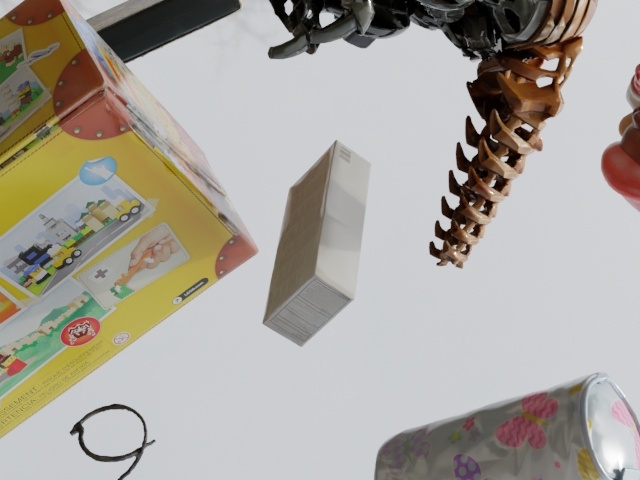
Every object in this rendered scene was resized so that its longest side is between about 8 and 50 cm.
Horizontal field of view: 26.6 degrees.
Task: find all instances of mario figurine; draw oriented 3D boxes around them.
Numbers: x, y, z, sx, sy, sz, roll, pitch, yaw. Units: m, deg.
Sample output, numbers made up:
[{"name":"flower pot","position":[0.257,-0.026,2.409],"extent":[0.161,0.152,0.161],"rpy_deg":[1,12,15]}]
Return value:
[{"name":"mario figurine","position":[0.410,-0.160,1.438],"extent":[0.170,0.320,0.198],"rpy_deg":[17,-143,11]}]

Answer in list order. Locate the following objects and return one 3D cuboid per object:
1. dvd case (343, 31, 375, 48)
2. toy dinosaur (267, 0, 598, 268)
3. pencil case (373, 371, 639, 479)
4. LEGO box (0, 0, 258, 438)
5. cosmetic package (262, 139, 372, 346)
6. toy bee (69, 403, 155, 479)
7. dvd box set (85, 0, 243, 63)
[{"name":"dvd case","position":[0.080,-0.281,1.001],"extent":[0.238,0.029,0.179],"rpy_deg":[-42,-134,32]},{"name":"toy dinosaur","position":[0.091,-0.159,0.782],"extent":[0.164,0.218,0.322],"rpy_deg":[132,-39,-57]},{"name":"pencil case","position":[0.180,0.219,1.326],"extent":[0.273,0.113,0.124],"rpy_deg":[-25,-134,35]},{"name":"LEGO box","position":[-0.380,0.012,1.550],"extent":[0.500,0.372,0.193],"rpy_deg":[-36,-127,3]},{"name":"cosmetic package","position":[0.000,0.000,1.518],"extent":[0.099,0.060,0.239],"rpy_deg":[-42,-156,34]},{"name":"toy bee","position":[-0.216,0.325,1.217],"extent":[0.195,0.162,0.298],"rpy_deg":[32,-129,13]},{"name":"dvd box set","position":[-0.267,-0.342,2.093],"extent":[0.307,0.062,0.420],"rpy_deg":[-24,-165,4]}]
